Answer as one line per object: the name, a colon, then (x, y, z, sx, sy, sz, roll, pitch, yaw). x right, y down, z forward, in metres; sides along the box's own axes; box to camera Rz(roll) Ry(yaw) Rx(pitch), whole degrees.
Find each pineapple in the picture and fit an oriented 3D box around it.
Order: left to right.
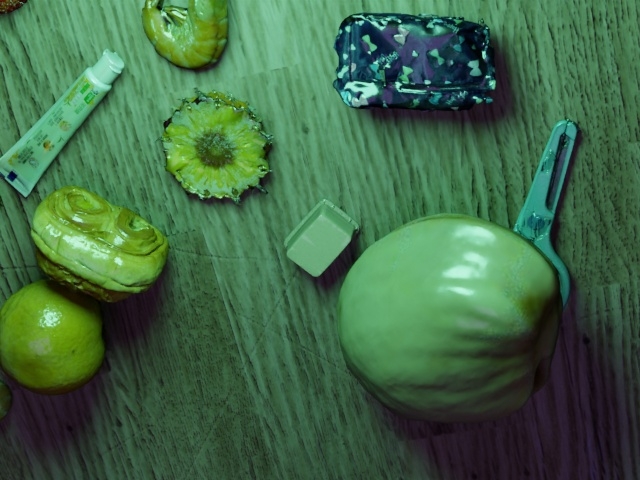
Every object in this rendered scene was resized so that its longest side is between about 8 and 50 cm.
pineapple: (-0.173, -0.157, 1.881, 0.221, 0.047, 0.221, 3, 116, 7)

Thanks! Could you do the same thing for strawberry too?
strawberry: (-0.516, -0.407, 1.789, 0.083, 0.083, 0.096, 34, 144, -9)

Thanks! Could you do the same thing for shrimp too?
shrimp: (-0.677, 0.330, 2.097, 0.184, 0.043, 0.091, -23, 102, -15)
shrimp: (-0.210, -0.392, 1.774, 0.150, 0.068, 0.248, 19, 118, 3)

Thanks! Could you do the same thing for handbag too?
handbag: (0.148, -0.281, 1.759, 0.260, 0.113, 0.162, 2, 107, 6)

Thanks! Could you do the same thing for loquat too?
loquat: (-0.477, 0.172, 1.962, 0.208, 0.208, 0.208, 2, 113, 5)

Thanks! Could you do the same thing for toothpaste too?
toothpaste: (-0.444, -0.200, 1.882, 0.314, 0.058, 0.056, -42, 147, 23)

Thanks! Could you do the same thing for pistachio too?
pistachio: (0.216, 0.137, 1.835, 0.365, 0.281, 0.445, 52, 135, 0)

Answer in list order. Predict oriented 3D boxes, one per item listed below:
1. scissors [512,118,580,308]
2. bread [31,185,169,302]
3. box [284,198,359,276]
scissors: (0.373, -0.021, 1.890, 0.180, 0.032, 0.393, 13, 113, 0)
bread: (-0.381, 0.008, 1.882, 0.236, 0.198, 0.120, 27, 118, -7)
box: (0.000, 0.000, 1.917, 0.089, 0.062, 0.122, 38, 110, -11)
